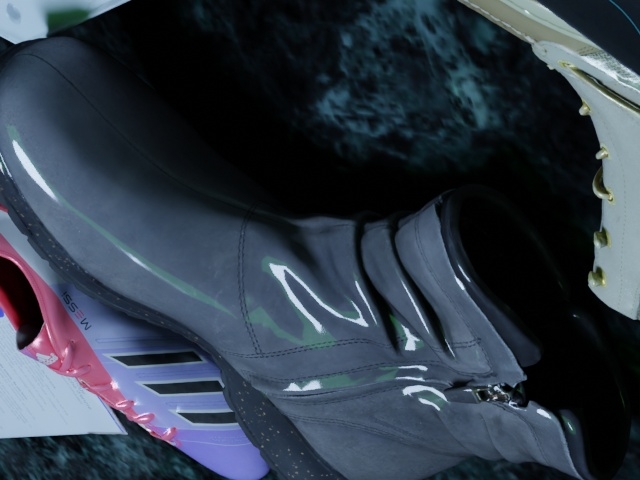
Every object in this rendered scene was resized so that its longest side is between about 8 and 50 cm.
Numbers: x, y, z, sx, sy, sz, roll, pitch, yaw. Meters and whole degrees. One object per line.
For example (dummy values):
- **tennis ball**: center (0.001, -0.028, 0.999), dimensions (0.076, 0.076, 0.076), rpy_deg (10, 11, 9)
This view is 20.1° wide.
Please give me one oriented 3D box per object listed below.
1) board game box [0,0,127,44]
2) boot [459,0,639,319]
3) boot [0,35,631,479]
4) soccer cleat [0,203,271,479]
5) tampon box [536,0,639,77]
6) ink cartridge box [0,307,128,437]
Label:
- **board game box**: center (-0.138, -0.296, 0.778), dimensions (0.390, 0.050, 0.390), rpy_deg (-14, 117, 49)
- **boot**: center (0.126, -0.051, 0.760), dimensions (0.213, 0.077, 0.165), rpy_deg (29, 145, 18)
- **boot**: center (0.000, 0.000, 0.914), dimensions (0.338, 0.118, 0.222), rpy_deg (44, 144, -25)
- **soccer cleat**: center (-0.129, 0.067, 1.106), dimensions (0.248, 0.095, 0.083), rpy_deg (50, 144, -10)
- **tampon box**: center (0.120, -0.154, 0.581), dimensions (0.120, 0.161, 0.101), rpy_deg (37, 144, 6)
- **ink cartridge box**: center (-0.232, 0.047, 1.226), dimensions (0.208, 0.045, 0.206), rpy_deg (-8, 121, 49)
